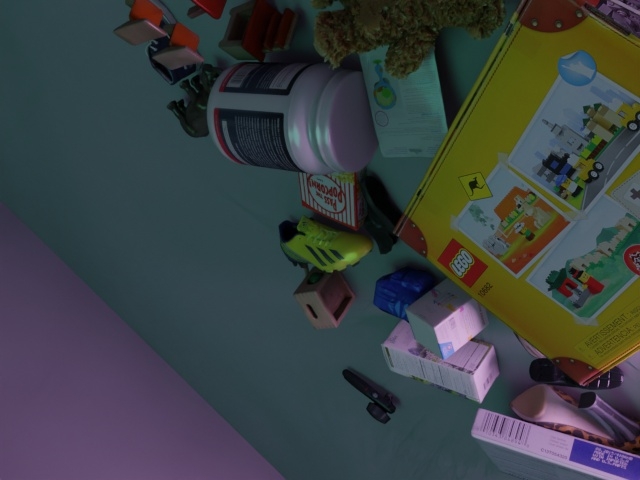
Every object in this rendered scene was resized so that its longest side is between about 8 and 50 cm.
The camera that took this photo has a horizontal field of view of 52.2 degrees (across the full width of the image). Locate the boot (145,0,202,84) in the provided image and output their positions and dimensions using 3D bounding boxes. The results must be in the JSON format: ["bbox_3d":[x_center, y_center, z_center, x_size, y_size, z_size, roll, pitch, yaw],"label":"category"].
[{"bbox_3d":[-0.335,-0.418,1.357,0.190,0.086,0.069,50,147,-8],"label":"boot"}]

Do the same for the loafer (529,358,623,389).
[{"bbox_3d":[0.487,0.250,1.235,0.170,0.062,0.061,0,164,40],"label":"loafer"}]

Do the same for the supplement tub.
[{"bbox_3d":[-0.047,-0.217,1.157,0.272,0.191,0.191,12,136,35],"label":"supplement tub"}]

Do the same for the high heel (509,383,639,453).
[{"bbox_3d":[0.515,0.371,1.312,0.186,0.093,0.261,37,156,-13],"label":"high heel"}]

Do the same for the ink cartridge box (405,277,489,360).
[{"bbox_3d":[0.258,0.146,1.294,0.090,0.143,0.092,32,149,51],"label":"ink cartridge box"}]

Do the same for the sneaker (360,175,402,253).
[{"bbox_3d":[0.111,-0.049,1.307,0.089,0.051,0.170,-16,119,50],"label":"sneaker"}]

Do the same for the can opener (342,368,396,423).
[{"bbox_3d":[0.131,0.419,1.804,0.186,0.073,0.059,41,156,24],"label":"can opener"}]

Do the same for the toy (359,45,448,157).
[{"bbox_3d":[0.141,-0.251,1.044,0.137,0.056,0.237,7,126,41],"label":"toy"}]

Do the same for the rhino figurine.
[{"bbox_3d":[-0.250,-0.302,1.405,0.106,0.073,0.243,50,146,-4],"label":"rhino figurine"}]

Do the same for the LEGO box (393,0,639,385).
[{"bbox_3d":[0.359,-0.078,0.857,0.372,0.193,0.500,41,147,12],"label":"LEGO box"}]

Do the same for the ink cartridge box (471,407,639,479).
[{"bbox_3d":[0.503,0.462,1.346,0.324,0.071,0.330,10,157,30],"label":"ink cartridge box"}]

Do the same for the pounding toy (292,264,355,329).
[{"bbox_3d":[-0.003,0.117,1.564,0.100,0.130,0.141,-12,119,39],"label":"pounding toy"}]

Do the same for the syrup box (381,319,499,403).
[{"bbox_3d":[0.262,0.261,1.447,0.237,0.093,0.096,12,136,40],"label":"syrup box"}]

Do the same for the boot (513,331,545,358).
[{"bbox_3d":[0.400,0.111,1.140,0.236,0.085,0.178,49,146,-18],"label":"boot"}]

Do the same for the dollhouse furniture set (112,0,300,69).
[{"bbox_3d":[-0.170,-0.404,1.067,0.135,0.262,0.259,5,164,43],"label":"dollhouse furniture set"}]

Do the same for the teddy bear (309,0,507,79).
[{"bbox_3d":[0.108,-0.348,0.910,0.338,0.113,0.245,-20,88,44],"label":"teddy bear"}]

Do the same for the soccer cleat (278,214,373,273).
[{"bbox_3d":[-0.001,0.001,1.436,0.289,0.093,0.121,1,120,54],"label":"soccer cleat"}]

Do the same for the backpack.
[{"bbox_3d":[0.176,0.107,1.373,0.120,0.098,0.101,16,109,37],"label":"backpack"}]

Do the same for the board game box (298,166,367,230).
[{"bbox_3d":[0.023,-0.127,1.323,0.147,0.045,0.193,25,143,28],"label":"board game box"}]
